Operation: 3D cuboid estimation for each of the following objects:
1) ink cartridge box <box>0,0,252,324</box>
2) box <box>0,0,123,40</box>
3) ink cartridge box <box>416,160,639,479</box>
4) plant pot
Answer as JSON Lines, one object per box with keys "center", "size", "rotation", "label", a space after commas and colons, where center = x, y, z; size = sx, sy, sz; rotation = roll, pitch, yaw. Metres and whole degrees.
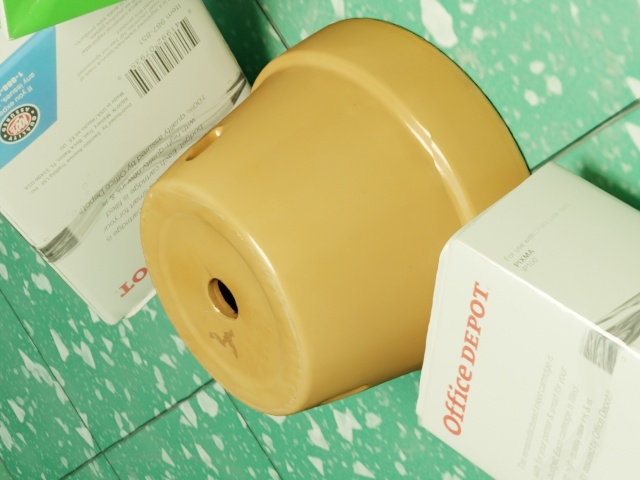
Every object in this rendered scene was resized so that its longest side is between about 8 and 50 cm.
{"center": [-0.185, -0.105, 1.161], "size": [0.129, 0.223, 0.307], "rotation": [39, 168, 34], "label": "ink cartridge box"}
{"center": [-0.157, -0.280, 0.993], "size": [0.231, 0.262, 0.126], "rotation": [47, 150, 36], "label": "box"}
{"center": [0.214, 0.107, 0.932], "size": [0.283, 0.117, 0.207], "rotation": [35, 143, 26], "label": "ink cartridge box"}
{"center": [0.000, 0.000, 1.097], "size": [0.291, 0.203, 0.290], "rotation": [36, 142, 34], "label": "plant pot"}
